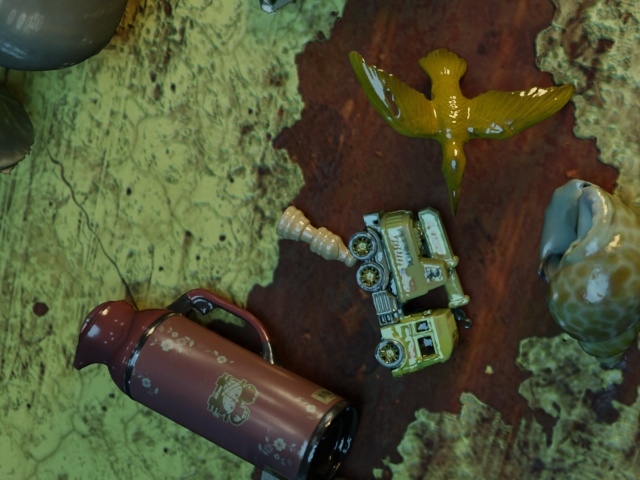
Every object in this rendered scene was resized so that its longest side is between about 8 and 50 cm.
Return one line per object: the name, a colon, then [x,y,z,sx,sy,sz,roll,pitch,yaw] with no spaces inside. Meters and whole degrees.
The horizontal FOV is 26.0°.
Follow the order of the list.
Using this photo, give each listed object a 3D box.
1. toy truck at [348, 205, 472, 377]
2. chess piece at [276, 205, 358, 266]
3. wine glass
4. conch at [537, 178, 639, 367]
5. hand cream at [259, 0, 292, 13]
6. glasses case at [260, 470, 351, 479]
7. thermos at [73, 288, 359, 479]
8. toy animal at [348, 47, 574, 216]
toy truck: [0.095,0.047,1.406,0.100,0.077,0.169,-14,92,15]
chess piece: [0.000,0.000,1.465,0.092,0.035,0.035,30,113,14]
wine glass: [-0.336,-0.252,1.466,0.238,0.238,0.323,42,119,12]
conch: [0.264,0.028,1.303,0.116,0.106,0.173,-23,71,50]
hand cream: [0.043,-0.301,1.364,0.276,0.059,0.095,-11,94,32]
glasses case: [0.030,0.298,1.508,0.205,0.047,0.071,15,99,23]
thermos: [-0.122,0.144,1.511,0.330,0.109,0.136,25,111,22]
toy animal: [0.132,-0.107,1.343,0.219,0.095,0.155,0,103,-5]
